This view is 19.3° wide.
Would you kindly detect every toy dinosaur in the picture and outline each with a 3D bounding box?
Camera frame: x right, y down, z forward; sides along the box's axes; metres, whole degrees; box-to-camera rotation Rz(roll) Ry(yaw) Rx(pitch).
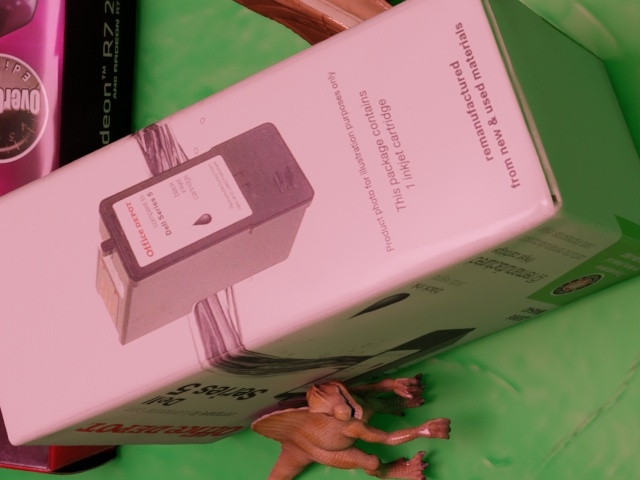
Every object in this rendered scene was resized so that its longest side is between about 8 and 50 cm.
[{"bbox_3d":[0.008,0.096,0.946,0.092,0.183,0.053,1,65,-15],"label":"toy dinosaur"}]

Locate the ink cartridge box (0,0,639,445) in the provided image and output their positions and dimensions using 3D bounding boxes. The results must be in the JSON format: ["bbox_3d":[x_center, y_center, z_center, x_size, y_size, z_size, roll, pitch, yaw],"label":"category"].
[{"bbox_3d":[0.000,0.000,0.871,0.273,0.198,0.115,-24,75,21],"label":"ink cartridge box"}]

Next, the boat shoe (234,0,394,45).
[{"bbox_3d":[0.006,-0.130,0.941,0.170,0.063,0.059,31,79,10],"label":"boat shoe"}]

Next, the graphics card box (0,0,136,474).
[{"bbox_3d":[-0.219,-0.070,1.013,0.232,0.094,0.371,6,95,20],"label":"graphics card box"}]
